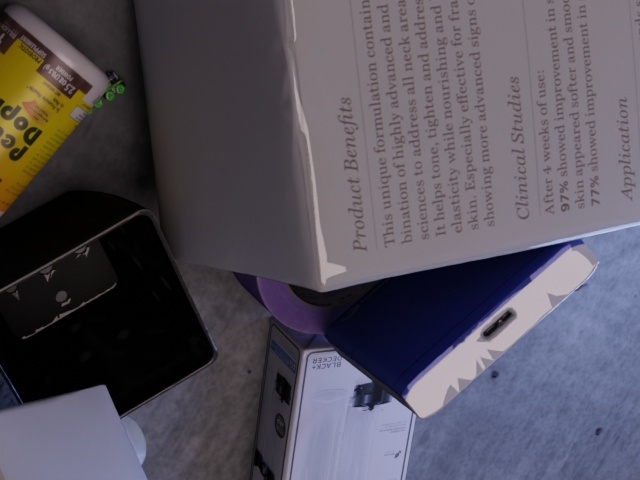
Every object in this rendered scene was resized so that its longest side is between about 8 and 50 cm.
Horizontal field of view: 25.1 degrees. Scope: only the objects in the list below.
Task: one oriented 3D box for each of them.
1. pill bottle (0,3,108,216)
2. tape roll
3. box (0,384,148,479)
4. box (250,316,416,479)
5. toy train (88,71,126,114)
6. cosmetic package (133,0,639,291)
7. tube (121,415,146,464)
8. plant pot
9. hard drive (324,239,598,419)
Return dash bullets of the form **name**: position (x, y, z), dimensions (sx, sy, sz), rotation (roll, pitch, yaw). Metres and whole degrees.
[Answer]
- **pill bottle**: position (-0.300, -0.101, 1.301), dimensions (0.215, 0.117, 0.117), rotation (-50, 126, 0)
- **tape roll**: position (0.000, 0.000, 1.542), dimensions (0.189, 0.080, 0.189), rotation (-13, 118, -25)
- **box**: position (-0.314, 0.301, 1.262), dimensions (0.345, 0.215, 0.168), rotation (-31, 169, 28)
- **box**: position (0.015, 0.229, 1.651), dimensions (0.169, 0.087, 0.289), rotation (-5, 114, -28)
- **toy train**: position (-0.226, -0.135, 1.390), dimensions (0.083, 0.017, 0.023), rotation (-35, 114, -11)
- **cosmetic package**: position (0.075, -0.159, 1.309), dimensions (0.394, 0.327, 0.329), rotation (-10, 99, -27)
- **tube**: position (-0.276, 0.237, 1.446), dimensions (0.062, 0.240, 0.070), rotation (-34, 98, -56)
- **plant pot**: position (-0.238, 0.058, 1.380), dimensions (0.187, 0.167, 0.188), rotation (-31, 123, -14)
- **hard drive**: position (0.124, 0.061, 1.398), dimensions (0.210, 0.319, 0.040), rotation (-41, 102, -6)
